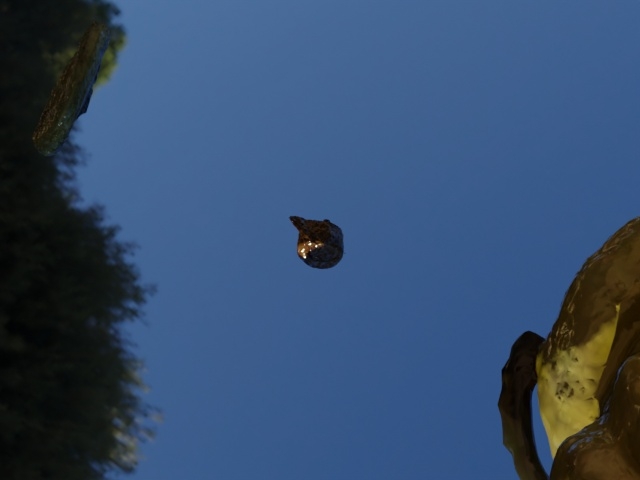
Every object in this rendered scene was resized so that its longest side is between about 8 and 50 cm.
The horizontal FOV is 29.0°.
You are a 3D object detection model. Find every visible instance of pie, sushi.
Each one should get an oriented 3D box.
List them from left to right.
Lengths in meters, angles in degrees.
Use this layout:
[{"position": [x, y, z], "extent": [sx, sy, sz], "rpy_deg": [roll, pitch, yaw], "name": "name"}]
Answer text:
[{"position": [-0.141, -0.086, 0.710], "extent": [0.084, 0.021, 0.084], "rpy_deg": [-55, -160, 31], "name": "pie"}, {"position": [0.000, 0.000, 1.307], "extent": [0.050, 0.099, 0.047], "rpy_deg": [-14, -118, 6], "name": "sushi"}]

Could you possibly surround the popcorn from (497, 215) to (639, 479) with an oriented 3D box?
[{"position": [0.245, 0.131, 0.666], "extent": [0.381, 0.349, 0.349], "rpy_deg": [13, -118, 48], "name": "popcorn"}]
